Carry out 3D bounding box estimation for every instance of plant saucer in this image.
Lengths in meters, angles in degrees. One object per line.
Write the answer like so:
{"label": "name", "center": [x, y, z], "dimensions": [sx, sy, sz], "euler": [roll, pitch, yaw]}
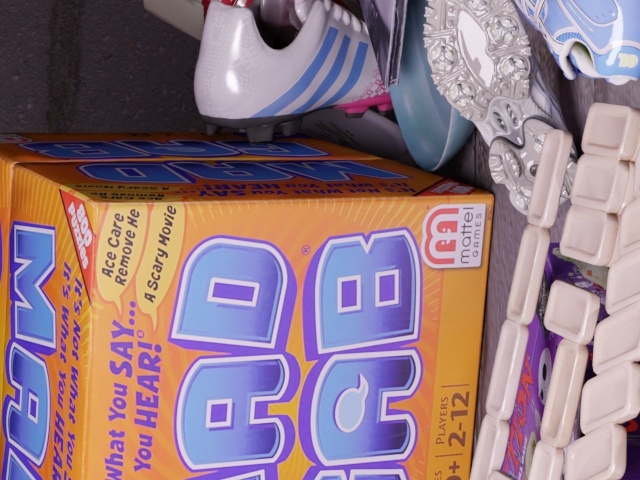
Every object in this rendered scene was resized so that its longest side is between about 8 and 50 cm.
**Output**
{"label": "plant saucer", "center": [0.096, -0.220, 1.707], "dimensions": [0.317, 0.044, 0.317], "euler": [172, 90, -81]}

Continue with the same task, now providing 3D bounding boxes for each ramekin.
{"label": "ramekin", "center": [0.003, -0.068, 1.986], "dimensions": [0.207, 0.207, 0.109], "euler": [-99, 23, -62]}

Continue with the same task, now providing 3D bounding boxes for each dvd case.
{"label": "dvd case", "center": [0.053, -0.270, 1.745], "dimensions": [0.221, 0.018, 0.164], "euler": [95, 166, -52]}

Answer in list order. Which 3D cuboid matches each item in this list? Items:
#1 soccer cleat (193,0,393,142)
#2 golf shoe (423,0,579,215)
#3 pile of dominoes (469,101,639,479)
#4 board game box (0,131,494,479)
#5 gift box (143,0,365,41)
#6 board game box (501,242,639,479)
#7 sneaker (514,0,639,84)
{"label": "soccer cleat", "center": [0.003, -0.187, 1.858], "dimensions": [0.331, 0.116, 0.143], "euler": [-21, -62, -54]}
{"label": "golf shoe", "center": [0.120, -0.103, 1.300], "dimensions": [0.086, 0.069, 0.176], "euler": [-61, -50, -69]}
{"label": "pile of dominoes", "center": [0.154, 0.051, 1.079], "dimensions": [0.196, 0.040, 0.251], "euler": [-157, 78, -74]}
{"label": "board game box", "center": [-0.106, 0.105, 1.684], "dimensions": [0.356, 0.357, 0.356], "euler": [22, 111, 59]}
{"label": "gift box", "center": [-0.028, -0.319, 2.090], "dimensions": [0.258, 0.276, 0.255], "euler": [100, -166, -81]}
{"label": "board game box", "center": [0.149, 0.201, 1.223], "dimensions": [0.208, 0.056, 0.347], "euler": [-90, 5, -60]}
{"label": "sneaker", "center": [0.154, -0.136, 1.165], "dimensions": [0.211, 0.080, 0.081], "euler": [-142, 58, -84]}
